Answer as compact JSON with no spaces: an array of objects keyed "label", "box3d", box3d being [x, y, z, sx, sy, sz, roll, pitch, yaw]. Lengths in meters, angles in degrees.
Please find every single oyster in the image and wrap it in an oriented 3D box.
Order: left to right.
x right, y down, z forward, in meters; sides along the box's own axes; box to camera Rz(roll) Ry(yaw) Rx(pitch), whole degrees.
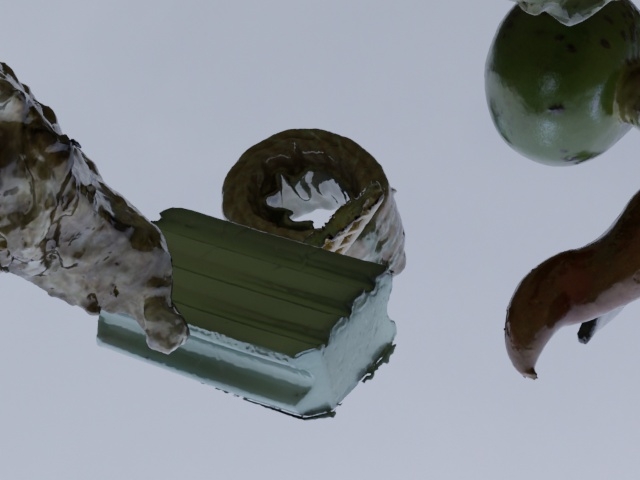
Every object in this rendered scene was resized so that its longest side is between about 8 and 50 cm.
[{"label":"oyster","box3d":[-0.233,-0.074,1.261,0.111,0.396,0.204,-30,-133,10]}]

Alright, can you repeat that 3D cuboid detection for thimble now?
[{"label":"thimble","box3d":[-0.005,-0.026,2.037,0.229,0.148,0.196,11,-123,26]}]

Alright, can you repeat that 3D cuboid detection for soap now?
[{"label":"soap","box3d":[-0.070,0.066,1.500,0.261,0.094,0.150,17,-135,28]}]

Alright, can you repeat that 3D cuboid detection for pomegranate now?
[{"label":"pomegranate","box3d":[0.281,-0.167,1.693,0.248,0.202,0.202,23,-137,37]}]

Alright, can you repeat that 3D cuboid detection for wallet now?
[{"label":"wallet","box3d":[0.342,0.037,1.839,0.025,0.124,0.244,23,-163,16]}]

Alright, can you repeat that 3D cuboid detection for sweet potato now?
[{"label":"sweet potato","box3d":[0.191,0.008,1.022,0.202,0.055,0.058,-37,-176,-12]}]

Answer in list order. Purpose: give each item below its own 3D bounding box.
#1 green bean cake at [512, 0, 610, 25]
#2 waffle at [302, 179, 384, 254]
[{"label":"green bean cake","box3d":[0.103,-0.255,1.060,0.124,0.236,0.233,-49,-118,7]},{"label":"waffle","box3d":[0.000,0.000,1.579,0.097,0.153,0.023,-25,-106,-31]}]
